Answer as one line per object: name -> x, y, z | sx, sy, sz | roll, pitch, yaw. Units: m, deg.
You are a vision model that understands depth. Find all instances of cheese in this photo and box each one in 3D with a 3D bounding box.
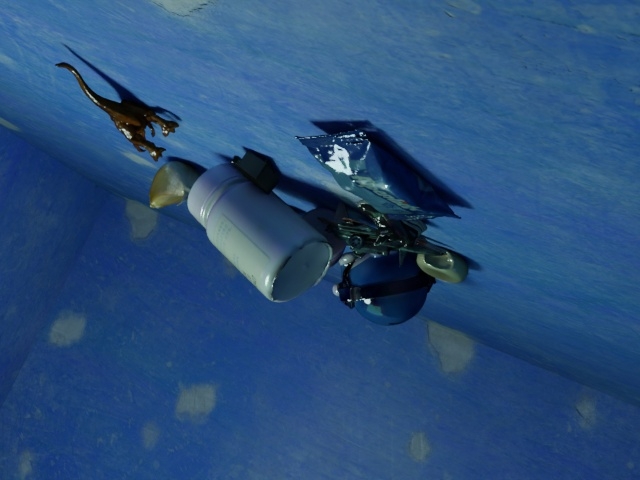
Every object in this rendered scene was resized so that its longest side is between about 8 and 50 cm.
cheese -> 0.334, 0.076, 1.831 | 0.137, 0.064, 0.227 | 22, 173, 24

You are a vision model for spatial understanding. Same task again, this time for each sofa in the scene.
sofa -> -0.156, -0.176, 1.688 | 0.085, 0.060, 0.147 | 35, 176, 14

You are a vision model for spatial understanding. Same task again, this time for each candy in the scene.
candy -> 0.108, -0.113, 1.277 | 0.187, 0.077, 0.331 | 4, 160, 47

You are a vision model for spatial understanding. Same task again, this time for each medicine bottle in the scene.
medicine bottle -> 0.000, 0.000, 1.975 | 0.152, 0.152, 0.254 | 24, 172, 2
medicine bottle -> -0.167, -0.026, 1.788 | 0.379, 0.213, 0.213 | 42, 180, 27

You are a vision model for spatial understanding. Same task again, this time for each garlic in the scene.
garlic -> -0.449, -0.168, 2.155 | 0.145, 0.164, 0.245 | 43, 157, -25

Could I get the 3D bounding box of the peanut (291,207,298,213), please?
peanut -> -0.128, -0.064, 2.148 | 0.099, 0.090, 0.214 | 35, 168, -20

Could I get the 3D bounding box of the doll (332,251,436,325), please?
doll -> 0.183, 0.129, 2.019 | 0.285, 0.240, 0.310 | -10, 178, -17

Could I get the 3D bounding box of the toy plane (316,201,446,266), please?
toy plane -> 0.153, 0.002, 1.730 | 0.327, 0.104, 0.223 | 22, 170, 14

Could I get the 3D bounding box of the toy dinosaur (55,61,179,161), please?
toy dinosaur -> -0.451, -0.294, 1.643 | 0.208, 0.097, 0.432 | 32, 169, 9

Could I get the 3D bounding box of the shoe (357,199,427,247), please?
shoe -> 0.153, -0.029, 1.562 | 0.169, 0.099, 0.071 | 25, 174, -4
